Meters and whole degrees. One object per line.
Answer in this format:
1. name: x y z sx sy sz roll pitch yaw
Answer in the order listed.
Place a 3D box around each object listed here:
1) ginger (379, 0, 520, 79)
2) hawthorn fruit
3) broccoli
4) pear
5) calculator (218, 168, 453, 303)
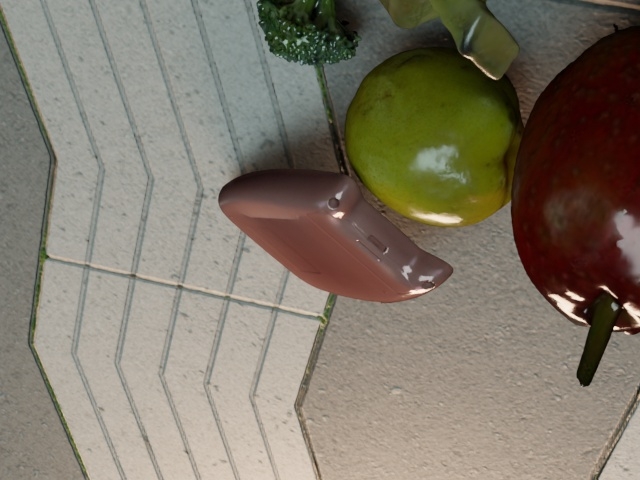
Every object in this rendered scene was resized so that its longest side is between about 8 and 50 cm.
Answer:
1. ginger: 0.173 -0.360 1.298 0.358 0.211 0.413 11 129 13
2. hawthorn fruit: 0.312 -0.024 1.392 0.284 0.369 0.285 20 157 9
3. broccoli: -0.003 -0.277 1.522 0.118 0.122 0.204 12 117 -4
4. pear: 0.121 -0.108 1.529 0.200 0.200 0.200 12 129 15
5. calculator: 0.000 0.000 1.667 0.220 0.048 0.329 39 163 -21
